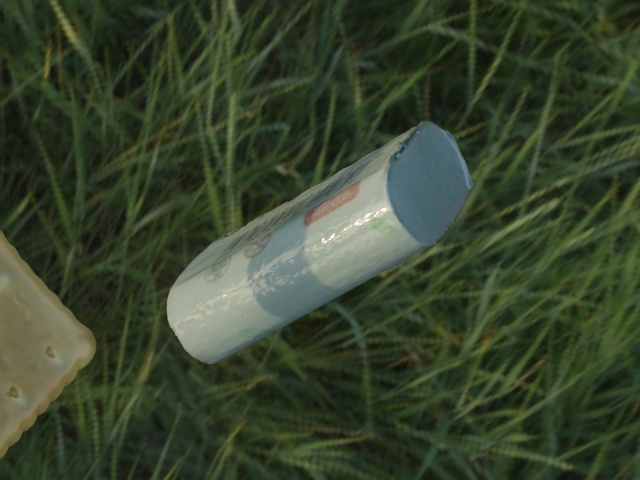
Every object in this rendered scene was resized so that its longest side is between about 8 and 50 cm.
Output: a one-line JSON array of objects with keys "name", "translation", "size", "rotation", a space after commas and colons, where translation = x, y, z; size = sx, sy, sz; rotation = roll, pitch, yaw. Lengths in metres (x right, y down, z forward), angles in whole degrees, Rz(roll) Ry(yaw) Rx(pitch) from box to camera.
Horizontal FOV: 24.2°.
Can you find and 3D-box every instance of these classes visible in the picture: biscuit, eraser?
[{"name": "biscuit", "translation": [-0.265, 0.026, 0.980], "size": [0.249, 0.030, 0.160], "rotation": [52, 45, -13]}, {"name": "eraser", "translation": [0.000, 0.000, 1.216], "size": [0.081, 0.227, 0.174], "rotation": [56, 28, -7]}]
